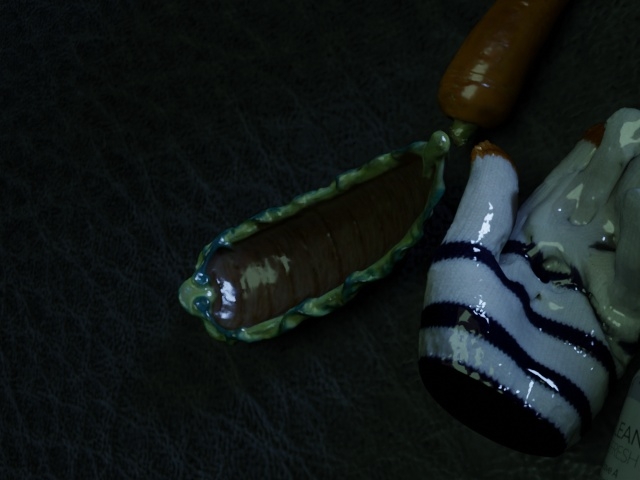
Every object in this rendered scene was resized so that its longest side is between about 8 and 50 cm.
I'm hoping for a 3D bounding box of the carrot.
[{"bbox_3d":[0.164,-0.185,0.600,0.061,0.061,0.257,36,97,36],"label":"carrot"}]

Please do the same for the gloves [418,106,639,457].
[{"bbox_3d":[0.156,0.019,0.526,0.140,0.131,0.219,13,55,39],"label":"gloves"}]

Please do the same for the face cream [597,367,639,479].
[{"bbox_3d":[0.202,0.153,0.473,0.075,0.075,0.229,18,88,37],"label":"face cream"}]

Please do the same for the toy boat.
[{"bbox_3d":[0.009,0.001,0.641,0.293,0.099,0.108,-30,62,35],"label":"toy boat"}]
